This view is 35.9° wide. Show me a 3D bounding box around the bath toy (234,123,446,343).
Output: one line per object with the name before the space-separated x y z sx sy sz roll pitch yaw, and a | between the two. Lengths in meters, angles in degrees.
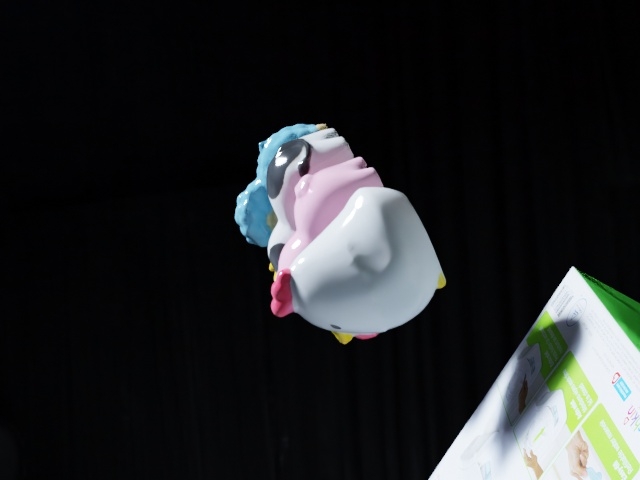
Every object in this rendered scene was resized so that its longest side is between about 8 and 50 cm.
bath toy | 0.000 0.000 0.859 0.129 0.151 0.348 -25 19 -4

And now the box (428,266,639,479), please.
box | 0.184 0.176 0.669 0.126 0.231 0.262 28 14 -8
